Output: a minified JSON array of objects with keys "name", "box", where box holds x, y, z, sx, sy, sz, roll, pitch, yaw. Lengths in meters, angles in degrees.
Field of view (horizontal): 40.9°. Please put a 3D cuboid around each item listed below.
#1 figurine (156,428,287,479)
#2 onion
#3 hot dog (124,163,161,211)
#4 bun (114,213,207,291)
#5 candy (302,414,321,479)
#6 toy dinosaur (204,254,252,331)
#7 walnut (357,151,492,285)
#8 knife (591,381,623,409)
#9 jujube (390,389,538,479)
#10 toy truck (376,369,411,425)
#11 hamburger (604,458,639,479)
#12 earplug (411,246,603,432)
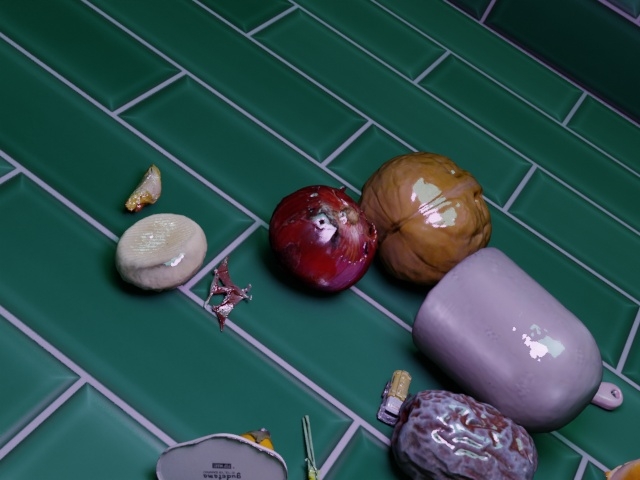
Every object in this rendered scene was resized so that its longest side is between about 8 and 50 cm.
[{"name":"figurine","box":[-0.183,0.420,1.685,0.250,0.167,0.141,10,20,0]},{"name":"onion","box":[0.000,0.000,2.096,0.276,0.276,0.276,14,44,-14]},{"name":"hot dog","box":[-0.426,-0.120,2.114,0.061,0.078,0.169,36,46,-14]},{"name":"bun","box":[-0.361,0.040,1.962,0.222,0.127,0.222,-3,42,3]},{"name":"candy","box":[-0.016,0.471,1.768,0.077,0.073,0.262,27,31,-29]},{"name":"toy dinosaur","box":[-0.216,0.121,2.016,0.108,0.032,0.220,14,46,-19]},{"name":"walnut","box":[0.278,-0.062,2.228,0.354,0.308,0.398,63,25,-1]},{"name":"knife","box":[0.619,0.389,2.196,0.336,0.043,0.081,9,52,-11]},{"name":"jujube","box":[0.307,0.450,1.840,0.317,0.226,0.226,30,42,4]},{"name":"toy truck","box":[0.172,0.357,1.963,0.052,0.063,0.123,27,42,-2]},{"name":"hamburger","box":[0.764,0.606,1.970,0.237,0.147,0.237,6,50,-7]},{"name":"earplug","box":[0.447,0.255,1.984,0.312,0.313,0.394,-18,51,-38]}]
